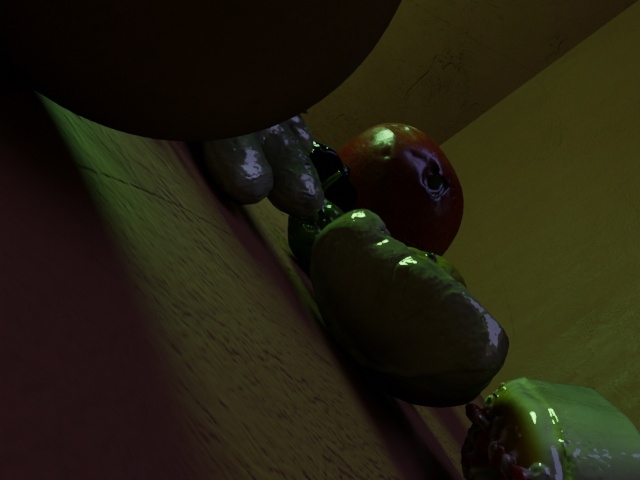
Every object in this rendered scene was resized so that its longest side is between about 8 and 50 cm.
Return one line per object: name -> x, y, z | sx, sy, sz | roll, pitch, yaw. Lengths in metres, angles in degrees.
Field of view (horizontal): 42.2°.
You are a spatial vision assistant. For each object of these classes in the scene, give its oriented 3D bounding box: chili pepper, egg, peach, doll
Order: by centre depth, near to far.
egg -> -0.085, -0.203, 0.421 | 0.322, 0.250, 0.250 | 63, 7, 15
doll -> -0.073, -0.143, 0.826 | 0.278, 0.149, 0.175 | 65, 3, 31
chili pepper -> 0.000, -0.002, 0.923 | 0.072, 0.073, 0.204 | 36, -18, 36
peach -> 0.116, -0.056, 1.363 | 0.238, 0.281, 0.281 | 7, 22, -15

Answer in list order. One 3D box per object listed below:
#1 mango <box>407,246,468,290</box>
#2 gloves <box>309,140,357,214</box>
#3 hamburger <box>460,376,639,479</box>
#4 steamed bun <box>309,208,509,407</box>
mango -> 0.109, 0.096, 0.960 | 0.098, 0.137, 0.195 | -127, -160, -58
gloves -> -0.026, -0.095, 1.245 | 0.129, 0.106, 0.181 | 29, -3, -27
hamburger -> 0.212, 0.244, 0.754 | 0.295, 0.151, 0.227 | -4, 81, -89
steamed bun -> 0.066, 0.078, 0.798 | 0.212, 0.110, 0.231 | 49, -13, 17
